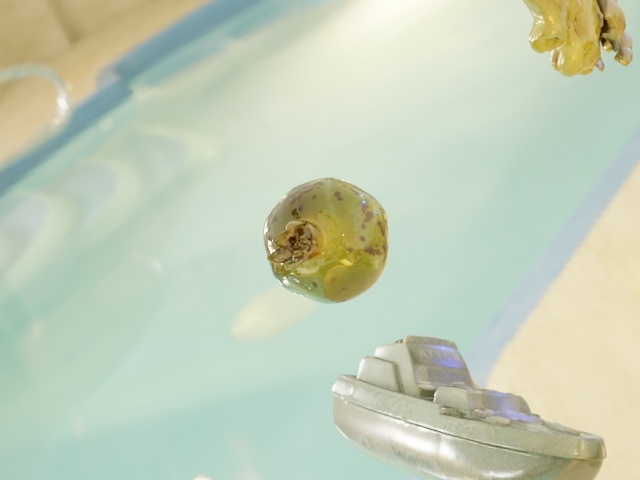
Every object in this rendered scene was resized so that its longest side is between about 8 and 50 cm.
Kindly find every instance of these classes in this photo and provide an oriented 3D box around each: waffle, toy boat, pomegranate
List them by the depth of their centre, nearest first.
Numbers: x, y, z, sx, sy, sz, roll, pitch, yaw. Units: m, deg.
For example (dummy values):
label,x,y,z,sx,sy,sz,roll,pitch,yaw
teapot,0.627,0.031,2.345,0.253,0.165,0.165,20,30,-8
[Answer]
label,x,y,z,sx,sy,sz,roll,pitch,yaw
waffle,0.119,-0.225,0.890,0.060,0.262,0.280,-18,13,21
toy boat,0.086,0.105,0.913,0.078,0.085,0.260,9,-1,-25
pomegranate,-0.003,0.013,2.304,0.198,0.198,0.246,-13,22,36

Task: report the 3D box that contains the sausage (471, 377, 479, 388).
label,x,y,z,sx,sy,sz,roll,pitch,yaw
sausage,0.119,0.135,1.160,0.029,0.223,0.029,-7,65,16
